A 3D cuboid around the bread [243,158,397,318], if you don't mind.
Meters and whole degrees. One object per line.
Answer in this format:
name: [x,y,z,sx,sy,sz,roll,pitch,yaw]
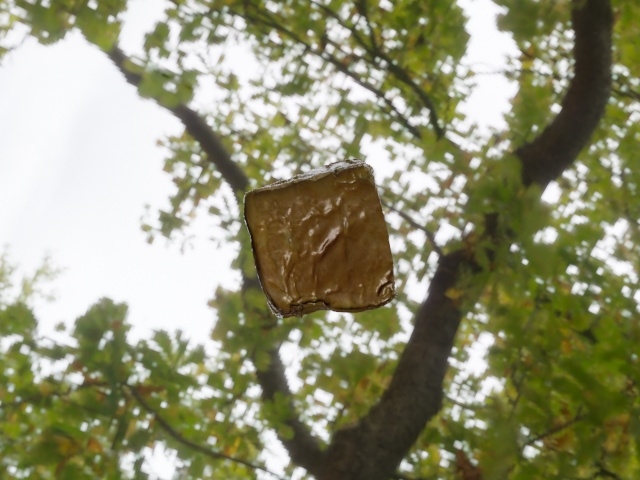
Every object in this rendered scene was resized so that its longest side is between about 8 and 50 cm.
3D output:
bread: [0.000,0.000,1.122,0.149,0.143,0.158,-88,169,-81]
